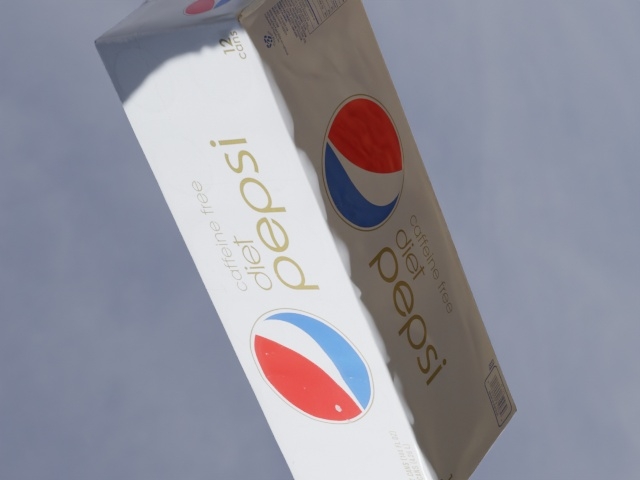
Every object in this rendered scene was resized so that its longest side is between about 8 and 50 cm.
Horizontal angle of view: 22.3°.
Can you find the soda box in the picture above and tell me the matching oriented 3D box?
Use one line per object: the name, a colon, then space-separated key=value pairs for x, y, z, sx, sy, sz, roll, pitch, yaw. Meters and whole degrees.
soda box: x=0.000 y=0.000 z=0.621 sx=0.069 sy=0.074 sz=0.216 roll=-46 pitch=-57 yaw=-43
